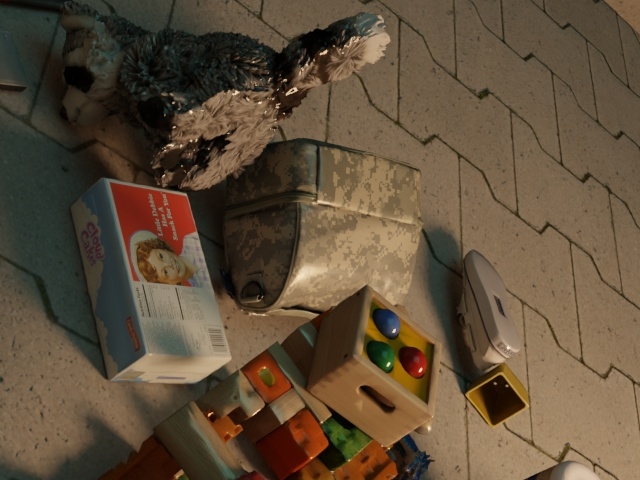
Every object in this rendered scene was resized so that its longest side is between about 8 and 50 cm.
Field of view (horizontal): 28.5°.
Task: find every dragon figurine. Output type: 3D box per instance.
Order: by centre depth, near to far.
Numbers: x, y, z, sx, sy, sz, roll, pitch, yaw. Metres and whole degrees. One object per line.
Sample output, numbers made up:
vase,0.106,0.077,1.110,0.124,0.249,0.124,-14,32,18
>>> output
dragon figurine,0.121,0.251,1.981,0.144,0.085,0.289,39,38,-23

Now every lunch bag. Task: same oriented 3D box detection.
lunch bag,0.000,0.000,1.933,0.305,0.212,0.256,12,72,-44

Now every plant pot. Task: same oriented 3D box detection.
plant pot,0.315,0.263,2.218,0.081,0.081,0.083,51,24,-7

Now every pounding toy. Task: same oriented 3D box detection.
pounding toy,0.095,0.136,1.515,0.181,0.094,0.206,38,35,-19

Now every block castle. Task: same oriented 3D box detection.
block castle,-0.067,0.274,1.549,0.213,0.303,0.453,52,34,6

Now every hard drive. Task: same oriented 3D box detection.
hard drive,-0.473,-0.253,1.726,0.135,0.022,0.094,0,63,-50

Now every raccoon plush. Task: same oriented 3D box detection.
raccoon plush,-0.162,-0.265,1.831,0.446,0.216,0.299,-25,60,-21

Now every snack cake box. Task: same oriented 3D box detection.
snack cake box,-0.232,0.057,1.708,0.152,0.089,0.264,9,56,-45

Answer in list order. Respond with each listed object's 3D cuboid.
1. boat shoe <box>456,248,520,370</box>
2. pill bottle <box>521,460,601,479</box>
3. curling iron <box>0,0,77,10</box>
boat shoe,0.291,0.126,2.291,0.096,0.088,0.267,33,29,-34
pill bottle,0.300,0.444,1.884,0.153,0.264,0.153,32,40,-32
curling iron,-0.458,-0.373,1.830,0.274,0.035,0.068,10,56,-46
